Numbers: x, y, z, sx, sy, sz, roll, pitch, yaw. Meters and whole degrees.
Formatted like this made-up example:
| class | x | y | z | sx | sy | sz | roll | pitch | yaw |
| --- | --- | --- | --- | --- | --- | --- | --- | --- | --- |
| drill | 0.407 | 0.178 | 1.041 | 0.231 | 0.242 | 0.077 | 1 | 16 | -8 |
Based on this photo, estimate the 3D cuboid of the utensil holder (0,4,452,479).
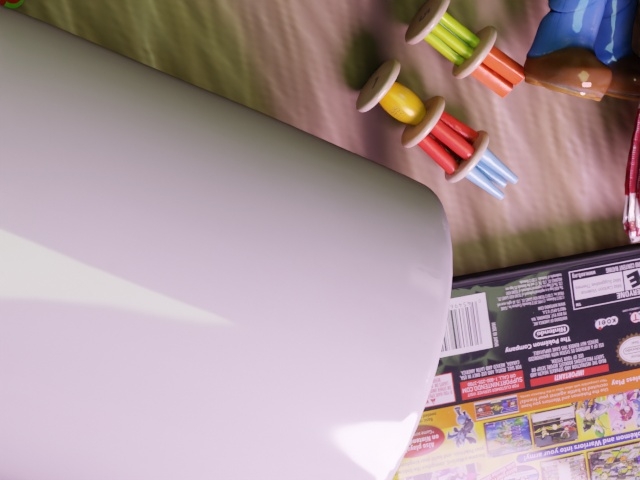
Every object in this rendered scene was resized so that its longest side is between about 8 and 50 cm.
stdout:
| class | x | y | z | sx | sy | sz | roll | pitch | yaw |
| --- | --- | --- | --- | --- | --- | --- | --- | --- | --- |
| utensil holder | -0.144 | 0.031 | 1.165 | 0.385 | 0.327 | 0.328 | 20 | 95 | -19 |

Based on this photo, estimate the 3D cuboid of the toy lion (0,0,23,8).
| class | x | y | z | sx | sy | sz | roll | pitch | yaw |
| --- | --- | --- | --- | --- | --- | --- | --- | --- | --- |
| toy lion | -0.268 | -0.215 | 1.263 | 0.100 | 0.034 | 0.096 | -36 | 113 | -5 |

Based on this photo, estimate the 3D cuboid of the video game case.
| class | x | y | z | sx | sy | sz | roll | pitch | yaw |
| --- | --- | --- | --- | --- | --- | --- | --- | --- | --- |
| video game case | 0.173 | 0.146 | 1.399 | 0.275 | 0.035 | 0.248 | -10 | 96 | -12 |

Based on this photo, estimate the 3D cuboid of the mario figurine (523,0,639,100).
| class | x | y | z | sx | sy | sz | roll | pitch | yaw |
| --- | --- | --- | --- | --- | --- | --- | --- | --- | --- |
| mario figurine | 0.261 | -0.268 | 1.299 | 0.170 | 0.198 | 0.321 | 8 | 103 | 3 |

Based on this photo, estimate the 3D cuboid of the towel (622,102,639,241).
| class | x | y | z | sx | sy | sz | roll | pitch | yaw |
| --- | --- | --- | --- | --- | --- | --- | --- | --- | --- |
| towel | 0.352 | -0.168 | 1.342 | 0.237 | 0.037 | 0.329 | -17 | 122 | -31 |

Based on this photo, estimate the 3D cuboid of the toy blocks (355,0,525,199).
| class | x | y | z | sx | sy | sz | roll | pitch | yaw |
| --- | --- | --- | --- | --- | --- | --- | --- | --- | --- |
| toy blocks | 0.122 | -0.115 | 1.360 | 0.148 | 0.054 | 0.123 | 37 | 90 | -17 |
